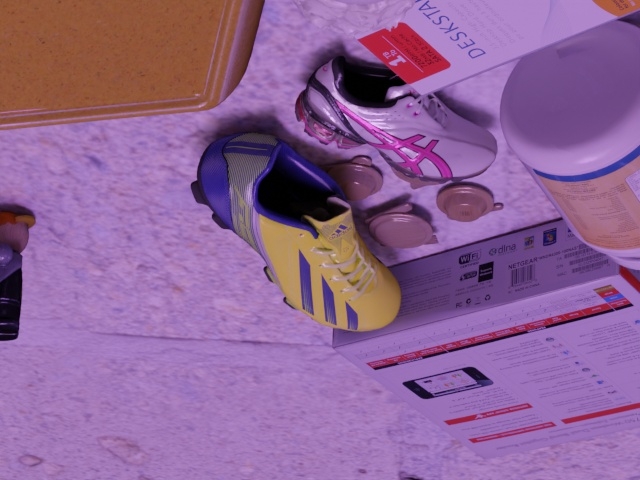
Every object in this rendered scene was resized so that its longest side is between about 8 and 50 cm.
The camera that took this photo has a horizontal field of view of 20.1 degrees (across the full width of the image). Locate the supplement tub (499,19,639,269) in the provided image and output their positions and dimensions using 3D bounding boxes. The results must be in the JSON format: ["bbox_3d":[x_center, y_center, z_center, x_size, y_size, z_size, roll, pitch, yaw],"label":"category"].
[{"bbox_3d":[0.250,-0.075,1.507,0.144,0.144,0.200,-11,145,26],"label":"supplement tub"}]

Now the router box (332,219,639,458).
[{"bbox_3d":[0.232,0.106,1.868,0.335,0.082,0.301,-16,143,32],"label":"router box"}]

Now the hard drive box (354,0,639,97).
[{"bbox_3d":[0.120,-0.222,1.343,0.232,0.089,0.181,-20,140,36],"label":"hard drive box"}]

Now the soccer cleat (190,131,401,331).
[{"bbox_3d":[-0.001,0.001,1.700,0.121,0.093,0.289,-5,143,42],"label":"soccer cleat"}]

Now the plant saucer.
[{"bbox_3d":[-0.184,-0.184,1.369,0.332,0.081,0.333,-6,152,-15],"label":"plant saucer"}]

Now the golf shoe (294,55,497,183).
[{"bbox_3d":[0.075,-0.104,1.563,0.186,0.067,0.086,16,146,-16],"label":"golf shoe"}]

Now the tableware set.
[{"bbox_3d":[0.087,-0.044,1.707,0.141,0.020,0.168,-14,144,28],"label":"tableware set"}]

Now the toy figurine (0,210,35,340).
[{"bbox_3d":[-0.407,0.022,1.778,0.213,0.148,0.209,-20,151,33],"label":"toy figurine"}]

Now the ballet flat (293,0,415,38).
[{"bbox_3d":[0.034,-0.255,1.140,0.147,0.147,0.409,11,141,-8],"label":"ballet flat"}]
